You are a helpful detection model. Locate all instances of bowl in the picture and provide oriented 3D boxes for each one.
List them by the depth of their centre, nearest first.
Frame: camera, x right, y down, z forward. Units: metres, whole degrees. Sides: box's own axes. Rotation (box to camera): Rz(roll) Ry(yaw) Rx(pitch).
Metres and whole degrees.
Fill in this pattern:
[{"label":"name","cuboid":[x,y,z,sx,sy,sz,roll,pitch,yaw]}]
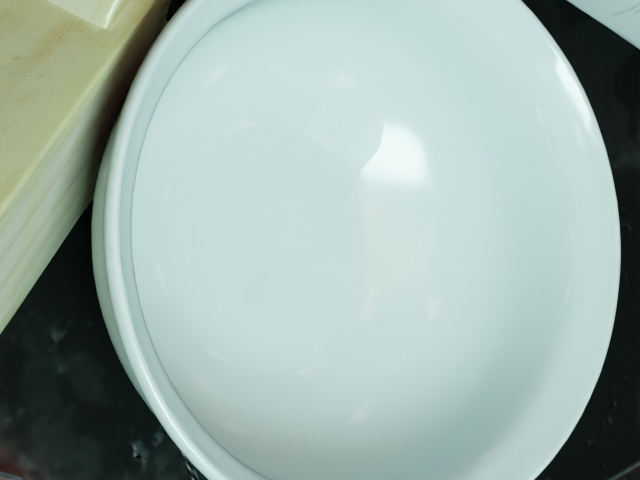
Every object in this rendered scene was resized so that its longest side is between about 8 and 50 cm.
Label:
[{"label":"bowl","cuboid":[0.000,0.000,0.752,0.298,0.134,0.297,3,85,-34]}]

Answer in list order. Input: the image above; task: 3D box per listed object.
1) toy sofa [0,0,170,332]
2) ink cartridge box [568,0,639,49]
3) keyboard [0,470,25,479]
[{"label":"toy sofa","cuboid":[-0.202,-0.019,0.622,0.150,0.177,0.362,27,53,1]},{"label":"ink cartridge box","cuboid":[0.164,-0.263,0.861,0.353,0.119,0.207,30,69,-19]},{"label":"keyboard","cuboid":[-0.183,0.195,0.698,0.108,0.023,0.180,20,74,-24]}]
